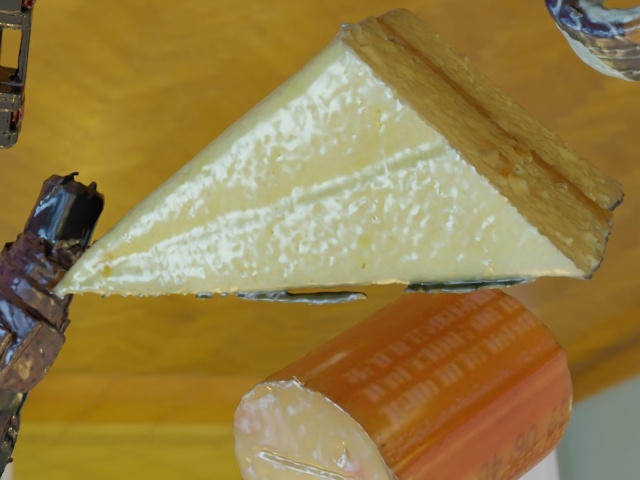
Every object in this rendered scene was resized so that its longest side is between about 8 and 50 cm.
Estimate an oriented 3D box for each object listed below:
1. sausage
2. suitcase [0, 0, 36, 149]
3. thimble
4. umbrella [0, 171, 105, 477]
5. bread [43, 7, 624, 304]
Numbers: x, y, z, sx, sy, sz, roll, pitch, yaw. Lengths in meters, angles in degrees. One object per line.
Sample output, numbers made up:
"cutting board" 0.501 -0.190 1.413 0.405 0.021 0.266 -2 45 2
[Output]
"sausage" 0.086 0.187 1.687 0.287 0.233 0.233 -27 179 -41
"suitcase" -0.458 -0.246 2.042 0.206 0.066 0.286 6 130 -10
"thimble" 0.399 -0.331 2.093 0.237 0.237 0.150 -13 155 23
"umbrella" -0.257 0.096 1.315 0.094 0.326 0.090 23 176 -25
"bread" 0.000 0.000 1.167 0.405 0.242 0.345 -41 178 27
